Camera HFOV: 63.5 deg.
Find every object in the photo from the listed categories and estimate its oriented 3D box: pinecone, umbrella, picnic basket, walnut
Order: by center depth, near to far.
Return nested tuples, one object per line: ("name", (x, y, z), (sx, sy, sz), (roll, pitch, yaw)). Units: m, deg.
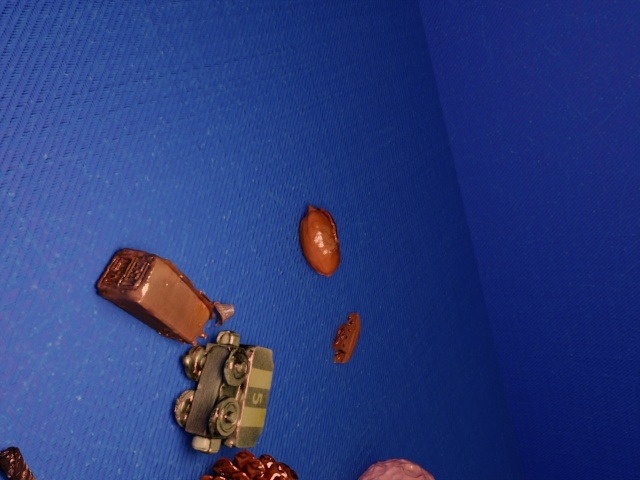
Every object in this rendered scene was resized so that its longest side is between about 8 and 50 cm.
("umbrella", (-0.564, 0.479, 0.995), (0.050, 0.046, 0.188), (-49, 129, -52))
("pinecone", (-0.180, 0.669, 1.303), (0.296, 0.298, 0.242), (44, 16, -51))
("picnic basket", (-0.274, 0.199, 1.393), (0.083, 0.083, 0.065), (-14, 108, -14))
("walnut", (0.000, 0.000, 1.716), (0.137, 0.137, 0.245), (-20, 102, -52))

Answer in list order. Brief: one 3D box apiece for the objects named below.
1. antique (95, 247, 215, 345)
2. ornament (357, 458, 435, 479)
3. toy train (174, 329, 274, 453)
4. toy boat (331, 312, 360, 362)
("antique", (-0.368, 0.145, 1.229), (0.284, 0.150, 0.125), (54, 51, -46))
("ornament", (0.264, 0.939, 1.815), (0.337, 0.337, 0.337), (8, 80, -52))
("toy train", (-0.244, 0.391, 1.341), (0.238, 0.167, 0.299), (38, 59, -56))
("toy boat", (0.094, 0.347, 1.862), (0.077, 0.057, 0.200), (47, 51, -31))
